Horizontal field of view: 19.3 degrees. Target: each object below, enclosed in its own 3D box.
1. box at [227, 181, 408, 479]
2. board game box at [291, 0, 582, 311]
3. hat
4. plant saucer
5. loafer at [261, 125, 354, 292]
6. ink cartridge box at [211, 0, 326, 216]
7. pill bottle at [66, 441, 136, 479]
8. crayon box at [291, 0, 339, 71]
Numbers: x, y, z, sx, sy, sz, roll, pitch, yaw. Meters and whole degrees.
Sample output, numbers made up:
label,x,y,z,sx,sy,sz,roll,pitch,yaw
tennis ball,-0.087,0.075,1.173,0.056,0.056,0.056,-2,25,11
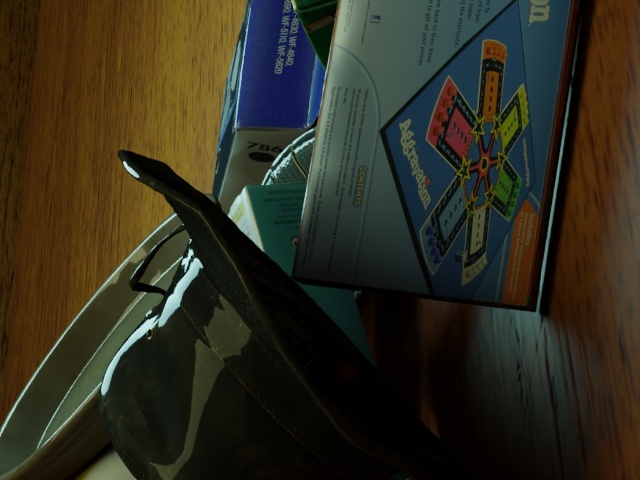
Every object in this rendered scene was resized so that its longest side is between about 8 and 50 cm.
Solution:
label,x,y,z,sx,sy,sz,roll,pitch,yaw
box,-0.011,0.090,1.261,0.100,0.060,0.244,-51,49,55
board game box,0.076,-0.105,1.108,0.027,0.145,0.281,31,-112,-68
hat,-0.044,0.091,1.056,0.134,0.331,0.331,-42,20,1
plant saucer,-0.156,0.082,1.438,0.278,0.041,0.278,-47,15,16
loafer,0.000,0.000,1.388,0.096,0.084,0.267,55,139,22
ink cartridge box,-0.042,-0.124,1.559,0.332,0.065,0.165,117,161,-68
pill bottle,-0.114,0.221,1.423,0.334,0.188,0.188,-171,93,-75
crayon box,0.004,-0.244,1.278,0.165,0.081,0.278,56,-164,-66
